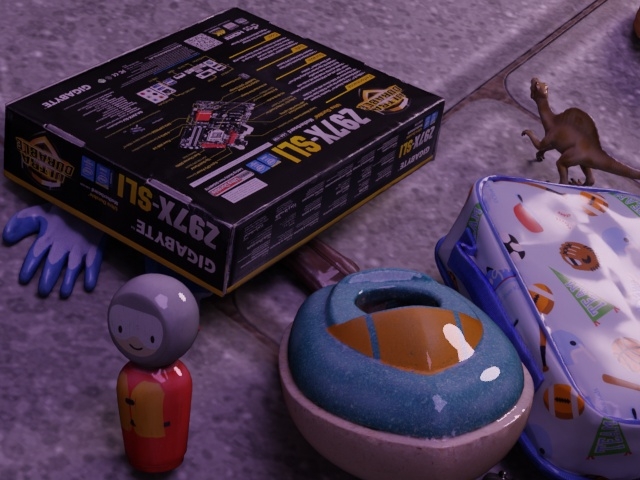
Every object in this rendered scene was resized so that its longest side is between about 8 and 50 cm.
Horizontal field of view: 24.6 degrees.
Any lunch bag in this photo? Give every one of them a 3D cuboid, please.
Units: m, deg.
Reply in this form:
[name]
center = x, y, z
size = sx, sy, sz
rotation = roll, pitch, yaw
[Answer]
[lunch bag]
center = 0.232, 0.072, 1.269
size = 0.243, 0.115, 0.303
rotation = 3, 44, -28

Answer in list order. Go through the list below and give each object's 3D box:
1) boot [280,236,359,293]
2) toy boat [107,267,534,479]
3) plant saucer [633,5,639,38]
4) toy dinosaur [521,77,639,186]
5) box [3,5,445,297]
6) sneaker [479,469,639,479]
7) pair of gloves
[boot]
center = 0.000, 0.000, 1.320
size = 0.114, 0.037, 0.106
rotation = 34, 54, 18
[toy boat]
center = 0.001, 0.091, 1.103
size = 0.318, 0.148, 0.267
rotation = -3, 19, -13
[plant saucer]
center = 0.460, -0.301, 1.734
size = 0.037, 0.200, 0.200
rotation = 59, 39, -17
[toy dinosaur]
center = 0.261, -0.088, 1.482
size = 0.183, 0.093, 0.053
rotation = 42, 45, 22
[box]
center = -0.081, -0.095, 1.314
size = 0.257, 0.079, 0.322
rotation = 28, 38, 24
[sneaker]
center = 0.159, 0.214, 1.092
size = 0.267, 0.101, 0.106
rotation = -15, 72, -35
[pair of gloves]
center = -0.169, 0.002, 1.258
size = 0.198, 0.023, 0.159
rotation = 17, 41, -6
